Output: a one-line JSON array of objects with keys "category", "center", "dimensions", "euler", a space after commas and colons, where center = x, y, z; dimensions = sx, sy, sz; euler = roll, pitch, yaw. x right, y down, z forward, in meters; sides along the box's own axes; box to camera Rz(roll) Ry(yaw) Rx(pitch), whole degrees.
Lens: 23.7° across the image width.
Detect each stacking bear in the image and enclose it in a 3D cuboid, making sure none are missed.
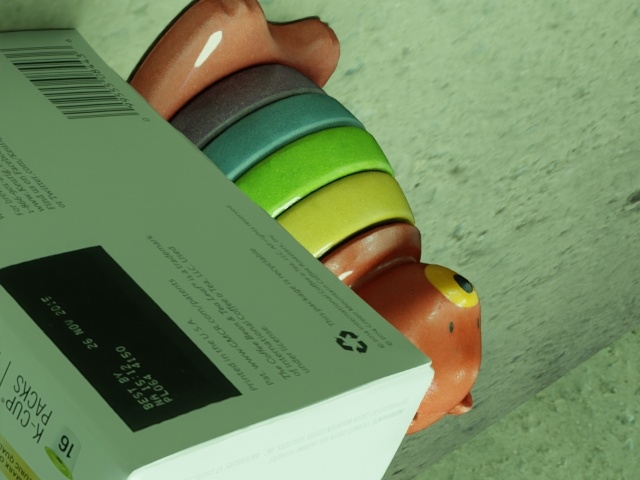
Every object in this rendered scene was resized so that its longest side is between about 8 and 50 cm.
[{"category": "stacking bear", "center": [0.000, 0.000, 1.014], "dimensions": [0.164, 0.289, 0.175], "euler": [-44, 158, 19]}]

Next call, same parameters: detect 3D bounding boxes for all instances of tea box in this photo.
[{"category": "tea box", "center": [-0.169, 0.107, 0.855], "dimensions": [0.220, 0.329, 0.323], "euler": [-12, 138, -47]}]
